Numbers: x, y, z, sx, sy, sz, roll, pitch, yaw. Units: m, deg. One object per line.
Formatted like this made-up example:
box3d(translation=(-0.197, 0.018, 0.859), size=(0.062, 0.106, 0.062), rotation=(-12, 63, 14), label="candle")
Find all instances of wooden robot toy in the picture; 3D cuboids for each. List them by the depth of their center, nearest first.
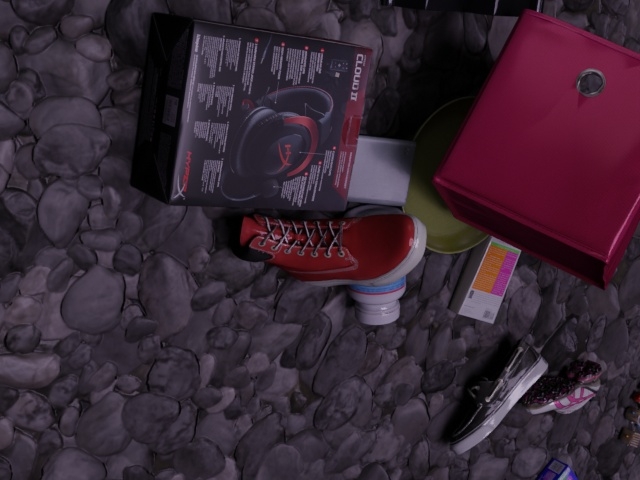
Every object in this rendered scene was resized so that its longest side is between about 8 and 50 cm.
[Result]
box3d(translation=(0.650, 0.327, 1.996), size=(0.173, 0.079, 0.076), rotation=(-53, 128, -10), label="wooden robot toy")

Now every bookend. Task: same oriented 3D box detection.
box3d(translation=(0.192, -0.344, 1.389), size=(0.157, 0.156, 0.072), rotation=(-6, 109, -34), label="bookend")

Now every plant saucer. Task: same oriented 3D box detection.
box3d(translation=(0.204, -0.100, 1.554), size=(0.241, 0.037, 0.241), rotation=(-12, 111, -33), label="plant saucer")

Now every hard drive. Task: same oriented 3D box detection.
box3d(translation=(0.061, -0.100, 1.436), size=(0.135, 0.022, 0.094), rotation=(4, 103, -19), label="hard drive")

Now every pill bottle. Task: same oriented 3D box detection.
box3d(translation=(0.079, 0.035, 1.475), size=(0.087, 0.087, 0.160), rotation=(-16, 114, -31), label="pill bottle")

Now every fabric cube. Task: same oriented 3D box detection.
box3d(translation=(0.332, -0.115, 1.402), size=(0.258, 0.254, 0.259), rotation=(-61, 163, -2), label="fabric cube")

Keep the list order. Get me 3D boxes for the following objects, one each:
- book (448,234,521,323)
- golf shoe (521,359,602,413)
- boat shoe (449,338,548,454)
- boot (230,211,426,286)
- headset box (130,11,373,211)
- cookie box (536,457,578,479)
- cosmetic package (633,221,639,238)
box3d(translation=(0.271, 0.057, 1.659), size=(0.096, 0.035, 0.144), rotation=(18, 94, -42), label="book")
box3d(translation=(0.431, 0.279, 1.827), size=(0.186, 0.067, 0.086), rotation=(-16, 115, -32), label="golf shoe")
box3d(translation=(0.281, 0.258, 1.715), size=(0.070, 0.078, 0.219), rotation=(44, 79, -2), label="boat shoe")
box3d(translation=(0.000, 0.000, 1.314), size=(0.176, 0.244, 0.088), rotation=(21, 67, -38), label="boot")
box3d(translation=(-0.071, -0.154, 1.288), size=(0.293, 0.110, 0.218), rotation=(0, 105, -36), label="headset box")
box3d(translation=(0.440, 0.472, 1.914), size=(0.092, 0.040, 0.107), rotation=(-48, 127, -15), label="cookie box")
box3d(translation=(0.630, -0.142, 1.780), size=(0.296, 0.153, 0.129), rotation=(-46, 125, -13), label="cosmetic package")
